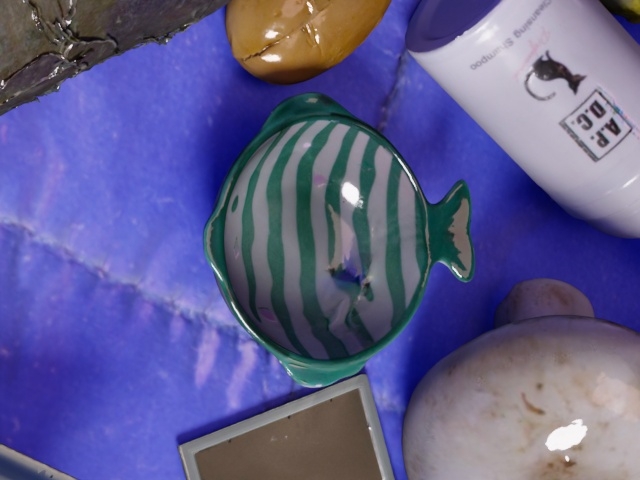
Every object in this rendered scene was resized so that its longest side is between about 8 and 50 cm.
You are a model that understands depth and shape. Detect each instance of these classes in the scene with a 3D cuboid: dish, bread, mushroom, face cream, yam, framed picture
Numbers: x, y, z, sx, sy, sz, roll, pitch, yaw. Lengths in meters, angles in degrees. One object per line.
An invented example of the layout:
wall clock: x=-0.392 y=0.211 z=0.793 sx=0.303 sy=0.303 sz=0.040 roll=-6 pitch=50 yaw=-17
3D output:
dish: x=0.000 y=0.000 z=1.397 sx=0.246 sy=0.078 sz=0.224 roll=-2 pitch=88 yaw=-32
bread: x=0.002 y=-0.201 z=1.417 sx=0.189 sy=0.077 sz=0.114 roll=-46 pitch=106 yaw=-24
mushroom: x=0.189 y=0.139 z=1.449 sx=0.243 sy=0.243 sz=0.243 roll=3 pitch=85 yaw=-33
face cream: x=0.245 y=-0.090 z=1.522 sx=0.369 sy=0.145 sz=0.145 roll=42 pitch=66 yaw=-22
yam: x=-0.193 y=-0.192 z=1.226 sx=0.271 sy=0.201 sz=0.202 roll=-29 pitch=103 yaw=-38
framed picture: x=-0.019 y=0.198 z=1.411 sx=0.183 sy=0.011 sz=0.142 roll=-19 pitch=97 yaw=-33

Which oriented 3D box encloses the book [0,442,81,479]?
book: x=-0.278 y=0.221 z=1.154 sx=0.322 sy=0.018 sz=0.228 roll=26 pitch=74 yaw=-2

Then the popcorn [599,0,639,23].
popcorn: x=0.333 y=-0.303 z=1.544 sx=0.282 sy=0.247 sz=0.282 roll=-4 pitch=99 yaw=-27
